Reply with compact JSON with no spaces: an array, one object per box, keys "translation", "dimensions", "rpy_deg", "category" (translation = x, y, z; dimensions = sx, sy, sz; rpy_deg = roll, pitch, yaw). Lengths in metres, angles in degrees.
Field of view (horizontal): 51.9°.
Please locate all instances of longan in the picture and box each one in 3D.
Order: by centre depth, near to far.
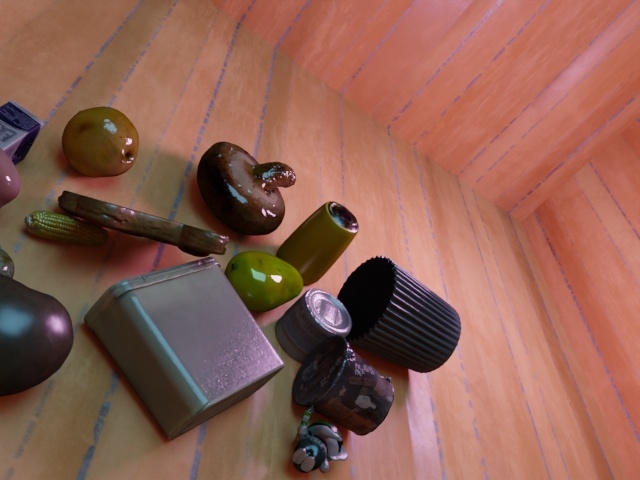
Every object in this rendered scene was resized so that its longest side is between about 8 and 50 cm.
[{"translation":[-0.597,0.172,1.227],"dimensions":[0.246,0.215,0.246],"rpy_deg":[56,17,-27],"category":"longan"}]

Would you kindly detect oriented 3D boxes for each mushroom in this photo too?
[{"translation":[-0.257,-0.162,2.134],"dimensions":[0.345,0.239,0.345],"rpy_deg":[18,20,-7],"category":"mushroom"}]

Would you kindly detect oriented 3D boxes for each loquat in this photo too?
[{"translation":[-0.613,-0.274,1.837],"dimensions":[0.208,0.208,0.208],"rpy_deg":[31,31,-21],"category":"loquat"}]

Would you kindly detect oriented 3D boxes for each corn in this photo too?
[{"translation":[-0.623,-0.026,1.620],"dimensions":[0.206,0.067,0.067],"rpy_deg":[18,37,-41],"category":"corn"}]

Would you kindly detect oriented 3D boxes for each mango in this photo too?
[{"translation":[-0.171,0.114,1.909],"dimensions":[0.185,0.149,0.273],"rpy_deg":[44,22,17],"category":"mango"}]

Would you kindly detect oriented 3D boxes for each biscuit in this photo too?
[{"translation":[-0.436,-0.031,1.660],"dimensions":[0.394,0.076,0.368],"rpy_deg":[17,-2,-34],"category":"biscuit"}]

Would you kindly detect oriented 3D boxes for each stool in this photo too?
[{"translation":[0.255,0.251,2.123],"dimensions":[0.330,0.297,0.297],"rpy_deg":[31,30,-27],"category":"stool"}]

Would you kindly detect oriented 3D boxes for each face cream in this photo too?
[{"translation":[-0.019,0.248,1.912],"dimensions":[0.177,0.153,0.177],"rpy_deg":[32,29,-21],"category":"face cream"}]

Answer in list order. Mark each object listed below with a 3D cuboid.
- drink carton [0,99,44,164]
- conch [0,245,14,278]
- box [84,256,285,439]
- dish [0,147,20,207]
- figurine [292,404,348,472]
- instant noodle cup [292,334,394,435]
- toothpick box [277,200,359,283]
[{"translation":[-0.797,-0.233,1.611],"dimensions":[0.102,0.134,0.222],"rpy_deg":[38,29,-13],"category":"drink carton"},{"translation":[-0.699,0.066,1.367],"dimensions":[0.116,0.106,0.173],"rpy_deg":[-21,46,-38],"category":"conch"},{"translation":[-0.305,0.238,1.548],"dimensions":[0.343,0.177,0.352],"rpy_deg":[52,29,14],"category":"box"},{"translation":[-0.775,-0.137,1.433],"dimensions":[0.213,0.213,0.090],"rpy_deg":[33,-14,-17],"category":"dish"},{"translation":[-0.003,0.504,1.624],"dimensions":[0.147,0.126,0.192],"rpy_deg":[31,13,17],"category":"figurine"},{"translation":[0.068,0.398,1.770],"dimensions":[0.207,0.217,0.217],"rpy_deg":[40,28,-20],"category":"instant noodle cup"},{"translation":[0.000,0.000,2.145],"dimensions":[0.175,0.271,0.175],"rpy_deg":[31,30,-21],"category":"toothpick box"}]
